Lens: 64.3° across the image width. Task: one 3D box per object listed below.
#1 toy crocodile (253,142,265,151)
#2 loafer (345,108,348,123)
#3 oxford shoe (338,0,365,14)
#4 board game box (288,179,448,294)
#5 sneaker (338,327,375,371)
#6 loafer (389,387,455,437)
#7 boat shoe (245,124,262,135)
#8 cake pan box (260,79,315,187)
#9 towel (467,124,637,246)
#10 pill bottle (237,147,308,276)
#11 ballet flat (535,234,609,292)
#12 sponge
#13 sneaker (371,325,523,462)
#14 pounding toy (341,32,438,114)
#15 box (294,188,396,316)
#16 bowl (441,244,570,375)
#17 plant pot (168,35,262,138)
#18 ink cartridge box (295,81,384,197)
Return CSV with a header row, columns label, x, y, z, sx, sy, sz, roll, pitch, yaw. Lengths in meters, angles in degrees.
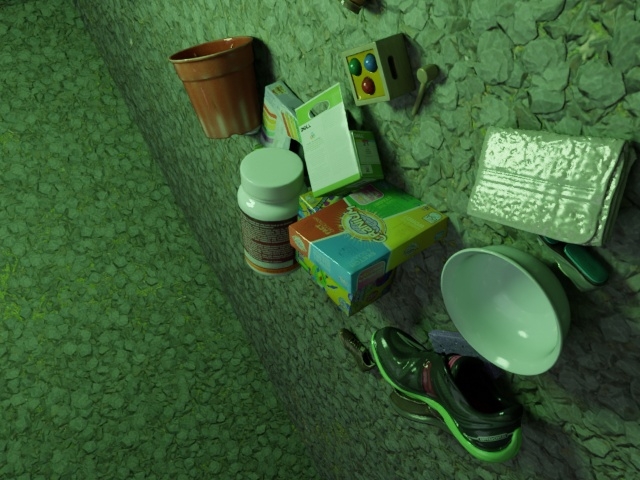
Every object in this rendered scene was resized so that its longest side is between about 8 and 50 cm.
label,x,y,z,sx,sy,sz,roll,pitch,yaw
toy crocodile,-0.148,-0.188,1.821,0.115,0.105,0.341,-19,100,21
loafer,0.053,-0.314,1.419,0.045,0.039,0.125,19,151,-6
oxford shoe,0.041,-0.600,1.155,0.212,0.076,0.076,51,121,25
board game box,0.118,-0.023,1.260,0.242,0.316,0.064,37,144,39
sneaker,0.142,0.404,1.916,0.071,0.066,0.188,-34,90,46
loafer,0.366,0.492,1.550,0.365,0.133,0.130,4,92,49
boat shoe,-0.301,-0.447,1.880,0.319,0.116,0.099,27,180,39
cake pan box,-0.087,-0.326,1.615,0.267,0.070,0.246,50,153,19
towel,0.400,-0.105,0.919,0.282,0.049,0.187,26,108,51
pill bottle,-0.148,-0.086,1.633,0.224,0.224,0.392,44,149,31
ballet flat,0.456,0.010,0.974,0.213,0.072,0.068,56,163,14
sponge,0.394,0.309,1.402,0.210,0.031,0.117,-8,109,62
sneaker,0.340,0.361,1.367,0.482,0.185,0.202,34,124,38
pounding toy,0.156,-0.354,1.131,0.206,0.094,0.181,13,126,57
box,0.078,0.019,1.523,0.279,0.177,0.290,46,149,29
bowl,0.411,0.123,1.084,0.298,0.134,0.298,41,147,34
plant pot,-0.315,-0.487,1.641,0.272,0.272,0.265,29,140,47
ink cartridge box,0.047,-0.262,1.365,0.188,0.097,0.256,-17,83,47
